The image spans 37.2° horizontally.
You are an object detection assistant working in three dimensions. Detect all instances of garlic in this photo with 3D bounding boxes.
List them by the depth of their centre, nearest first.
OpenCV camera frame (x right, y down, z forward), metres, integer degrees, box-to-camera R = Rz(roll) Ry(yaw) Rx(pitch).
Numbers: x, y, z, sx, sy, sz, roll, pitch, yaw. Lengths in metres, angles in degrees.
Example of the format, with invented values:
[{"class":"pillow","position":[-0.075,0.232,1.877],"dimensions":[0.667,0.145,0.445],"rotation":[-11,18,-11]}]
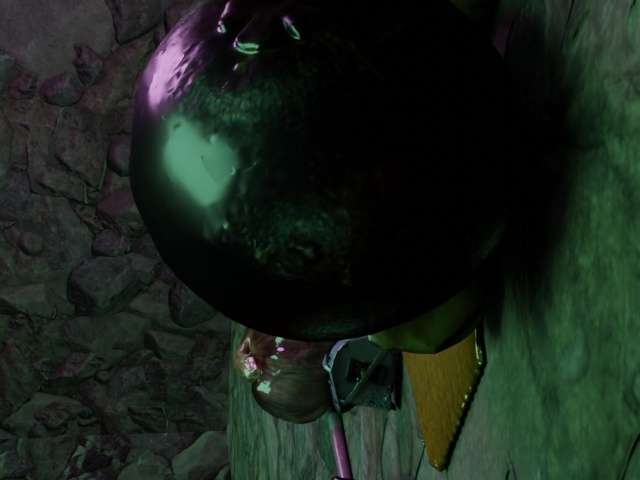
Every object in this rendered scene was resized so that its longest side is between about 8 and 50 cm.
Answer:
[{"class":"garlic","position":[-0.060,0.175,1.517],"dimensions":[0.245,0.160,0.245],"rotation":[180,90,-81]}]

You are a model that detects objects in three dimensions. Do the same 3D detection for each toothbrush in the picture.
[{"class":"toothbrush","position":[0.039,0.360,1.359],"dimensions":[0.286,0.020,0.025],"rotation":[-102,9,-49]}]

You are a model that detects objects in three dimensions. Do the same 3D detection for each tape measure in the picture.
[{"class":"tape measure","position":[0.047,0.153,1.112],"dimensions":[0.054,0.091,0.094],"rotation":[-133,42,-80]}]

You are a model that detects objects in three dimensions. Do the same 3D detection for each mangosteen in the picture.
[{"class":"mangosteen","position":[0.008,-0.057,0.754],"dimensions":[0.330,0.329,0.330],"rotation":[180,90,-80]}]

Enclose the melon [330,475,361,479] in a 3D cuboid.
[{"class":"melon","position":[0.058,0.362,1.122],"dimensions":[0.128,0.079,0.160],"rotation":[67,-164,-66]}]

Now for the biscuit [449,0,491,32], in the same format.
[{"class":"biscuit","position":[0.123,-0.317,0.808],"dimensions":[0.325,0.044,0.217],"rotation":[101,167,-48]}]

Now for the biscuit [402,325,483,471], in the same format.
[{"class":"biscuit","position":[0.114,0.077,0.949],"dimensions":[0.237,0.013,0.232],"rotation":[-102,16,-45]}]
